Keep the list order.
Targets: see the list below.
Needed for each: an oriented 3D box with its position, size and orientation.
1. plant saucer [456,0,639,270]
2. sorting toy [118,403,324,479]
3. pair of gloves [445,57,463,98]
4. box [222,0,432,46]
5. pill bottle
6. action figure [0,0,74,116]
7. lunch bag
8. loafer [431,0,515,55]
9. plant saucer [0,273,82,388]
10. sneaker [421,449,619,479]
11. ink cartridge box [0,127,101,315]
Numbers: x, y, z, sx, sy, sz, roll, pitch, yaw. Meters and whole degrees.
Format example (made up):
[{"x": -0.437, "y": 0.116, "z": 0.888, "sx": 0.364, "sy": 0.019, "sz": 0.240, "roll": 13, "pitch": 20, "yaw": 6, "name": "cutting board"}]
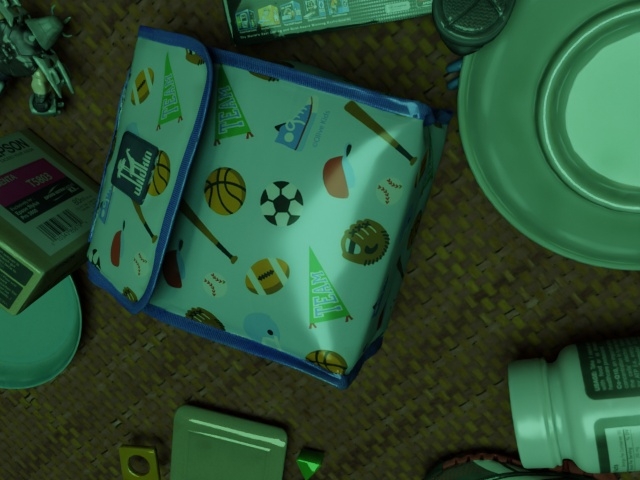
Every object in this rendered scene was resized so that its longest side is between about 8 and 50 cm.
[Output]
[{"x": 0.339, "y": -0.142, "z": 0.760, "sx": 0.401, "sy": 0.100, "sz": 0.400, "roll": 7, "pitch": 111, "yaw": 17, "name": "plant saucer"}, {"x": -0.148, "y": 0.358, "z": 1.145, "sx": 0.348, "sy": 0.047, "sz": 0.195, "roll": 12, "pitch": 109, "yaw": 8, "name": "sorting toy"}, {"x": 0.245, "y": -0.173, "z": 0.855, "sx": 0.159, "sy": 0.023, "sz": 0.198, "roll": -26, "pitch": 104, "yaw": 21, "name": "pair of gloves"}, {"x": 0.009, "y": -0.349, "z": 0.821, "sx": 0.270, "sy": 0.060, "sz": 0.216, "roll": -5, "pitch": 110, "yaw": 15, "name": "box"}, {"x": 0.385, "y": 0.200, "z": 0.892, "sx": 0.283, "sy": 0.161, "sz": 0.161, "roll": -9, "pitch": 108, "yaw": 17, "name": "pill bottle"}, {"x": -0.440, "y": -0.225, "z": 0.961, "sx": 0.285, "sy": 0.099, "sz": 0.185, "roll": -27, "pitch": 96, "yaw": 17, "name": "action figure"}, {"x": -0.084, "y": -0.053, "z": 0.852, "sx": 0.386, "sy": 0.239, "sz": 0.327, "roll": 20, "pitch": 101, "yaw": 14, "name": "lunch bag"}, {"x": 0.185, "y": -0.339, "z": 0.753, "sx": 0.109, "sy": 0.095, "sz": 0.302, "roll": 20, "pitch": 90, "yaw": 6, "name": "loafer"}, {"x": -0.506, "y": 0.083, "z": 1.122, "sx": 0.318, "sy": 0.043, "sz": 0.317, "roll": 4, "pitch": 112, "yaw": 11, "name": "plant saucer"}, {"x": 0.272, "y": 0.365, "z": 0.999, "sx": 0.276, "sy": 0.135, "sz": 0.097, "roll": -1, "pitch": 112, "yaw": 15, "name": "sneaker"}, {"x": -0.389, "y": -0.035, "z": 0.943, "sx": 0.193, "sy": 0.234, "sz": 0.088, "roll": 40, "pitch": 114, "yaw": -5, "name": "ink cartridge box"}]
